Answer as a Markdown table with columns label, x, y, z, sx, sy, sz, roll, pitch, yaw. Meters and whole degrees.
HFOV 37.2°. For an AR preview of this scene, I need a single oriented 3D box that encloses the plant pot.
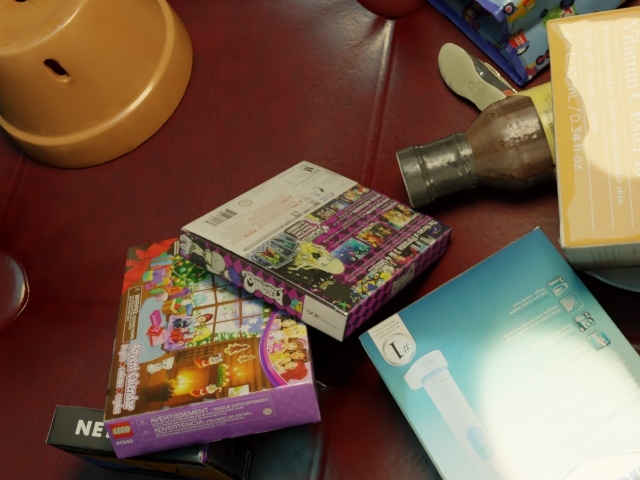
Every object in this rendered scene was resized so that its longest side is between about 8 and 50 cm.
| label | x | y | z | sx | sy | sz | roll | pitch | yaw |
| --- | --- | --- | --- | --- | --- | --- | --- | --- | --- |
| plant pot | -0.342 | -0.268 | 1.260 | 0.290 | 0.203 | 0.291 | -7 | 64 | 15 |

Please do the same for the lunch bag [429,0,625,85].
| label | x | y | z | sx | sy | sz | roll | pitch | yaw |
| --- | --- | --- | --- | --- | --- | --- | --- | --- | --- |
| lunch bag | 0.232 | -0.371 | 1.188 | 0.221 | 0.138 | 0.293 | -39 | 51 | -1 |

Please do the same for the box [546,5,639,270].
| label | x | y | z | sx | sy | sz | roll | pitch | yaw |
| --- | --- | --- | --- | --- | --- | --- | --- | --- | --- |
| box | 0.392 | -0.098 | 0.861 | 0.345 | 0.168 | 0.215 | -6 | 80 | 18 |

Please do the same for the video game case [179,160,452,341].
| label | x | y | z | sx | sy | sz | roll | pitch | yaw |
| --- | --- | --- | --- | --- | --- | --- | --- | --- | --- |
| video game case | 0.000 | 0.000 | 1.035 | 0.210 | 0.042 | 0.232 | 25 | 35 | 23 |

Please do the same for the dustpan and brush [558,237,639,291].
| label | x | y | z | sx | sy | sz | roll | pitch | yaw |
| --- | --- | --- | --- | --- | --- | --- | --- | --- | --- |
| dustpan and brush | 0.376 | 0.016 | 0.991 | 0.211 | 0.060 | 0.147 | 28 | 63 | 33 |

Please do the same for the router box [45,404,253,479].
| label | x | y | z | sx | sy | sz | roll | pitch | yaw |
| --- | --- | --- | --- | --- | --- | --- | --- | --- | --- |
| router box | -0.178 | 0.220 | 1.011 | 0.178 | 0.133 | 0.046 | 2 | 66 | 19 |

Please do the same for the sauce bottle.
| label | x | y | z | sx | sy | sz | roll | pitch | yaw |
| --- | --- | --- | --- | --- | --- | --- | --- | --- | --- |
| sauce bottle | 0.256 | -0.121 | 1.054 | 0.344 | 0.111 | 0.111 | -17 | 61 | 6 |

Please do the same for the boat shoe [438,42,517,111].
| label | x | y | z | sx | sy | sz | roll | pitch | yaw |
| --- | --- | --- | --- | --- | --- | --- | --- | --- | --- |
| boat shoe | 0.195 | -0.192 | 1.150 | 0.043 | 0.049 | 0.137 | -11 | 48 | -37 |

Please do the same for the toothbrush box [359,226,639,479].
| label | x | y | z | sx | sy | sz | roll | pitch | yaw |
| --- | --- | --- | --- | --- | --- | --- | --- | --- | --- |
| toothbrush box | 0.207 | 0.173 | 0.919 | 0.216 | 0.126 | 0.295 | -32 | 59 | -1 |

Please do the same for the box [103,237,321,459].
| label | x | y | z | sx | sy | sz | roll | pitch | yaw |
| --- | --- | --- | --- | --- | --- | --- | --- | --- | --- |
| box | -0.113 | 0.090 | 1.009 | 0.200 | 0.057 | 0.293 | -11 | 34 | 1 |
